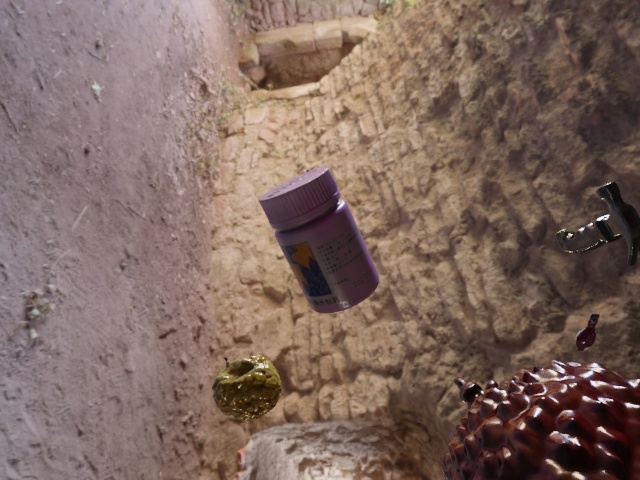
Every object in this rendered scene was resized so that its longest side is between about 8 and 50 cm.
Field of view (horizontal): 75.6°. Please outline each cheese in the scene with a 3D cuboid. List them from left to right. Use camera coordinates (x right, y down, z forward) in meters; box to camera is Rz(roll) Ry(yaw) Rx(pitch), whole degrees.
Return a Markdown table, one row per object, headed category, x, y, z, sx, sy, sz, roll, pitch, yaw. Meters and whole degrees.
| category | x | y | z | sx | sy | sz | roll | pitch | yaw |
| --- | --- | --- | --- | --- | --- | --- | --- | --- | --- |
| cheese | 0.927 | 0.320 | 1.430 | 0.038 | 0.095 | 0.145 | -138 | -122 | -60 |

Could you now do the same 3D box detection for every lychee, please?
| category | x | y | z | sx | sy | sz | roll | pitch | yaw |
| --- | --- | --- | --- | --- | --- | --- | --- | --- | --- |
| lychee | 0.384 | 0.384 | 0.630 | 0.500 | 0.424 | 0.425 | 38 | -33 | 45 |

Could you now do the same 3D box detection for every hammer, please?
| category | x | y | z | sx | sy | sz | roll | pitch | yaw |
| --- | --- | --- | --- | --- | --- | --- | --- | --- | --- |
| hammer | 0.577 | -0.014 | 0.863 | 0.226 | 0.041 | 0.159 | 80 | -9 | -77 |

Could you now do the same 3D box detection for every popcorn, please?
| category | x | y | z | sx | sy | sz | roll | pitch | yaw |
| --- | --- | --- | --- | --- | --- | --- | --- | --- | --- |
| popcorn | -0.189 | 0.368 | 1.053 | 0.180 | 0.180 | 0.170 | 60 | 10 | -78 |

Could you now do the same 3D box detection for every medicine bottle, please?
| category | x | y | z | sx | sy | sz | roll | pitch | yaw |
| --- | --- | --- | --- | --- | --- | --- | --- | --- | --- |
| medicine bottle | 0.000 | 0.000 | 0.922 | 0.178 | 0.178 | 0.291 | -83 | 149 | -70 |
